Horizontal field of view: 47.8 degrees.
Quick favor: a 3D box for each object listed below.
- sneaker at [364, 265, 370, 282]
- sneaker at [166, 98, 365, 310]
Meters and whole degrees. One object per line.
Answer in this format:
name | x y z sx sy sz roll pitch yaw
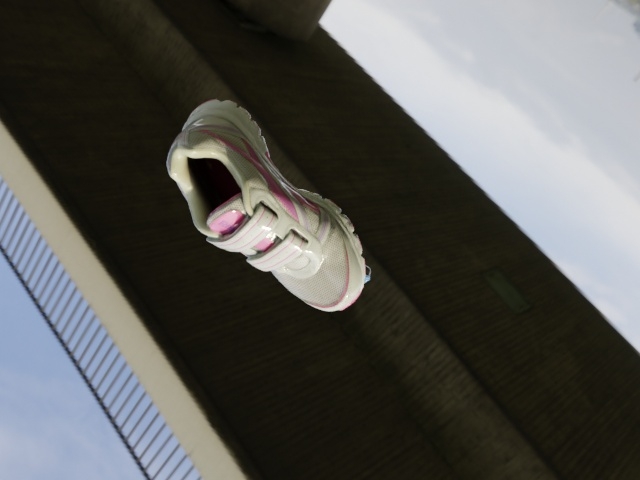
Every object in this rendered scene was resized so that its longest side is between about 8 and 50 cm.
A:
sneaker | 0.000 0.000 1.078 0.188 0.078 0.067 35 164 4
sneaker | -0.062 -0.019 0.710 0.252 0.103 0.111 45 -149 -4
